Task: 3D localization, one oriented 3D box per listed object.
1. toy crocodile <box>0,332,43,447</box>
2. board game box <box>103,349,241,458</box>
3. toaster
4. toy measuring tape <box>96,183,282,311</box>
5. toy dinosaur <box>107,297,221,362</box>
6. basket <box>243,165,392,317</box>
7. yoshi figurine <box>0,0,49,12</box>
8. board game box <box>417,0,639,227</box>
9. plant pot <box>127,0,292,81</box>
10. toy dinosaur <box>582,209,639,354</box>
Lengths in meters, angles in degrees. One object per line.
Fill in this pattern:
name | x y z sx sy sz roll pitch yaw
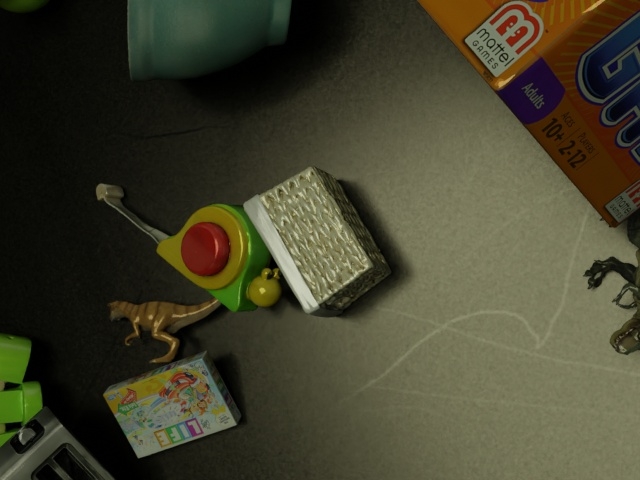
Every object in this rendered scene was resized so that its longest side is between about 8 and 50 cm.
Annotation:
toy crocodile | -0.441 0.297 1.488 0.115 0.105 0.340 -2 88 -20
board game box | -0.195 0.217 1.420 0.154 0.026 0.103 -22 104 17
toaster | -0.358 0.339 1.401 0.168 0.110 0.185 -43 102 -16
toy measuring tape | -0.165 -0.023 1.414 0.330 0.121 0.121 36 98 29
toy dinosaur | -0.202 0.107 1.436 0.212 0.064 0.112 -5 82 20
basket | 0.000 0.000 1.344 0.103 0.113 0.167 -35 75 12
yoshi figurine | -0.446 -0.478 1.553 0.203 0.203 0.362 11 71 -18
board game box | 0.284 -0.300 1.088 0.356 0.356 0.356 -40 56 12
plant pot | -0.133 -0.339 1.358 0.196 0.293 0.293 4 86 -6
toy dinosaur | 0.368 0.011 1.225 0.118 0.064 0.268 12 70 43
